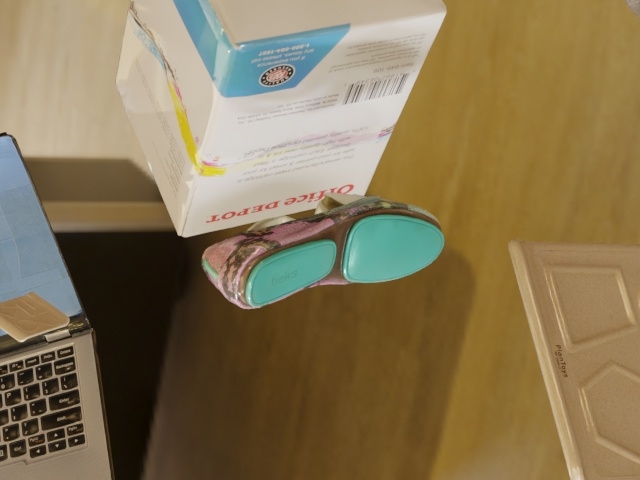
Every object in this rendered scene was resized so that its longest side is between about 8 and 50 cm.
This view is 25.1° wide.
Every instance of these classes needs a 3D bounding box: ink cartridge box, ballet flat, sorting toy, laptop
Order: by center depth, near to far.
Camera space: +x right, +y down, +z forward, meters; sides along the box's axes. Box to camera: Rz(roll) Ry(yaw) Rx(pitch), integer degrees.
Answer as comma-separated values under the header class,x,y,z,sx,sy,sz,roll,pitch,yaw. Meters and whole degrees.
class,x,y,z,sx,sy,sz,roll,pitch,yaw
sorting toy,0.238,0.091,1.059,0.038,0.208,0.193,-46,47,50
ballet flat,0.000,0.000,1.159,0.079,0.221,0.077,38,129,39
ink cartridge box,-0.049,-0.169,1.289,0.197,0.198,0.270,64,153,26
sorting toy,-0.286,0.067,1.353,0.083,0.062,0.012,31,122,26
laptop,-0.466,0.152,1.631,0.236,0.382,0.408,67,-172,-58

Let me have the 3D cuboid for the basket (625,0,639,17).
class,x,y,z,sx,sy,sz,roll,pitch,yaw
basket,0.400,-0.260,1.383,0.227,0.204,0.154,-146,57,-65
